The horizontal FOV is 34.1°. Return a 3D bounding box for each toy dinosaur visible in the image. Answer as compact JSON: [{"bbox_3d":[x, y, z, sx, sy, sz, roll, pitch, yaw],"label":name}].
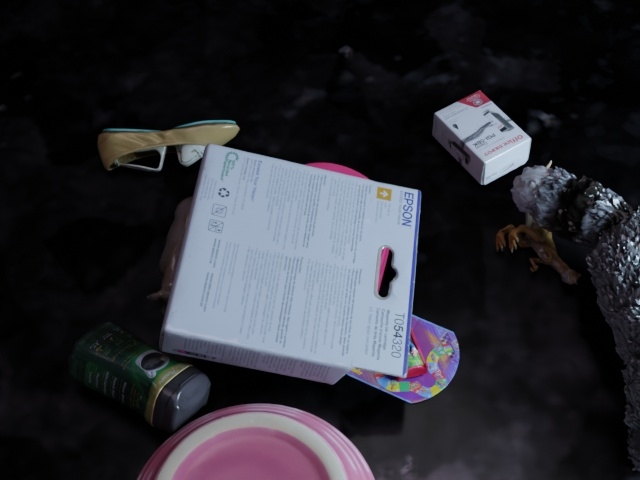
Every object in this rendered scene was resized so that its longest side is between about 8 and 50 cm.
[{"bbox_3d":[0.325,-0.014,1.585,0.112,0.064,0.211,-5,62,-19],"label":"toy dinosaur"}]

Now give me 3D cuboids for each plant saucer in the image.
[{"bbox_3d":[-0.085,0.345,1.309,0.332,0.084,0.332,-1,53,1],"label":"plant saucer"}]

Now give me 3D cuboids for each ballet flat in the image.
[{"bbox_3d":[-0.246,-0.150,1.703,0.232,0.080,0.073,-5,81,2],"label":"ballet flat"}]

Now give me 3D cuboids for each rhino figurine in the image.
[{"bbox_3d":[-0.199,0.037,1.527,0.073,0.106,0.243,7,54,8],"label":"rhino figurine"}]

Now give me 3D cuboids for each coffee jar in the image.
[{"bbox_3d":[-0.246,0.187,1.428,0.184,0.079,0.096,25,32,20],"label":"coffee jar"}]

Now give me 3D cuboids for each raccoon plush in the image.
[{"bbox_3d":[0.398,0.115,1.427,0.446,0.216,0.299,25,67,38],"label":"raccoon plush"}]

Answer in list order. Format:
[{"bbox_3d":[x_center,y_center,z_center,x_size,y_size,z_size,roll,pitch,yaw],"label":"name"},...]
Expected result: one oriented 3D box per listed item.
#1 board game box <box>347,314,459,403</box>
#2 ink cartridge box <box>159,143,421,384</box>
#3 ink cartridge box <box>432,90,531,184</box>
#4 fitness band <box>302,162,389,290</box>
[{"bbox_3d":[0.112,0.151,1.476,0.168,0.033,0.133,22,57,18],"label":"board game box"},{"bbox_3d":[-0.033,0.036,1.469,0.330,0.071,0.324,13,54,-6],"label":"ink cartridge box"},{"bbox_3d":[0.261,-0.168,1.693,0.099,0.056,0.135,-28,57,-19],"label":"ink cartridge box"},{"bbox_3d":[0.000,0.000,1.586,0.209,0.054,0.291,7,53,11],"label":"fitness band"}]
